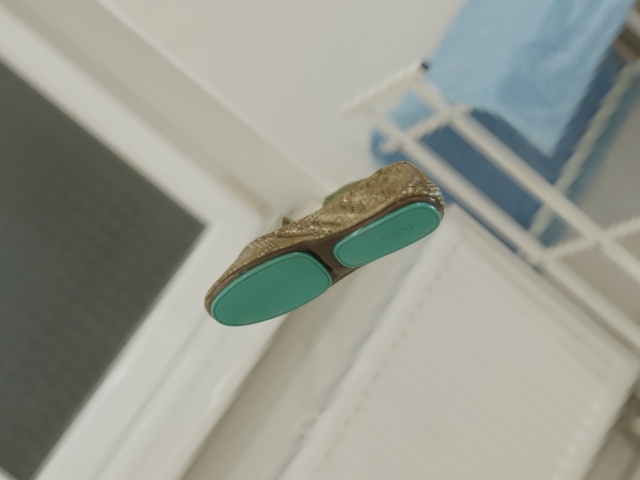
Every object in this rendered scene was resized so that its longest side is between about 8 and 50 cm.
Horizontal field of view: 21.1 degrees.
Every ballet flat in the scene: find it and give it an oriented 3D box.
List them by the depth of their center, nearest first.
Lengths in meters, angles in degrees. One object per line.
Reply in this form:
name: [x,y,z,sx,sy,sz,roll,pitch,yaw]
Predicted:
ballet flat: [0.000,0.000,1.348,0.206,0.073,0.067,-24,46,9]
